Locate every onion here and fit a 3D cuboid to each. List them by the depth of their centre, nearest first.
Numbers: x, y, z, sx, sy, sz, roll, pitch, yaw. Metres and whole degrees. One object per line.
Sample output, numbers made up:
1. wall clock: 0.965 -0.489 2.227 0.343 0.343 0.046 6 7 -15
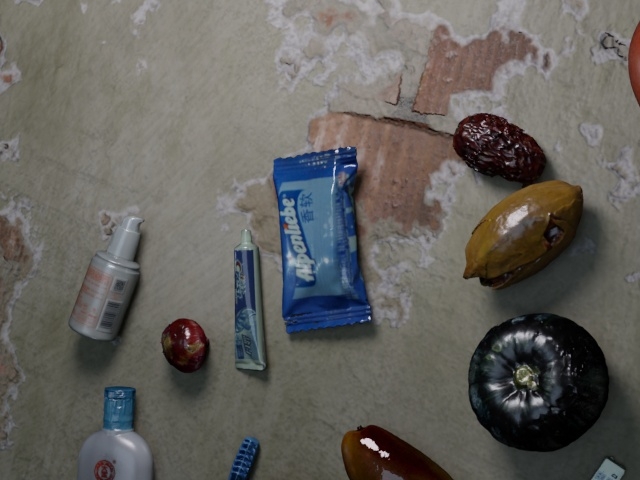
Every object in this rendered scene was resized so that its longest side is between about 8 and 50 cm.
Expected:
1. onion: -0.256 0.200 1.890 0.107 0.097 0.107 25 122 49

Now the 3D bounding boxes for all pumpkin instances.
1. pumpkin: 0.356 0.231 1.619 0.233 0.163 0.233 -6 75 25

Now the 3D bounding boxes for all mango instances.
1. mango: 0.144 0.428 1.716 0.267 0.111 0.133 35 84 20

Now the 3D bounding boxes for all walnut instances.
1. walnut: 0.339 -0.011 1.660 0.245 0.137 0.137 -35 76 12

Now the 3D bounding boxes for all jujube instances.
1. jujube: 0.310 -0.162 1.696 0.166 0.104 0.104 23 96 7

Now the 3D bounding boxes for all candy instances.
1. candy: 0.000 0.000 1.813 0.187 0.077 0.331 -7 84 27

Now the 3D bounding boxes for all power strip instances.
1. power strip: 0.471 0.404 1.646 0.040 0.016 0.090 34 99 19

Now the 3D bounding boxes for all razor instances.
1. razor: -0.173 0.491 1.869 0.082 0.042 0.253 21 93 11

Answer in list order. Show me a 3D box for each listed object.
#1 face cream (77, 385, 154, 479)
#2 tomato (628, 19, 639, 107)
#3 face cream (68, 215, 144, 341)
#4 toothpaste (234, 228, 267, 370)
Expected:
1. face cream: -0.401 0.456 1.934 0.163 0.080 0.336 3 89 20
2. tomato: 0.620 -0.274 1.486 0.321 0.321 0.321 -1 87 20
3. face cream: -0.409 0.067 1.945 0.101 0.101 0.251 22 95 20
4. toothpaste: -0.137 0.113 1.874 0.069 0.047 0.268 -2 90 8
